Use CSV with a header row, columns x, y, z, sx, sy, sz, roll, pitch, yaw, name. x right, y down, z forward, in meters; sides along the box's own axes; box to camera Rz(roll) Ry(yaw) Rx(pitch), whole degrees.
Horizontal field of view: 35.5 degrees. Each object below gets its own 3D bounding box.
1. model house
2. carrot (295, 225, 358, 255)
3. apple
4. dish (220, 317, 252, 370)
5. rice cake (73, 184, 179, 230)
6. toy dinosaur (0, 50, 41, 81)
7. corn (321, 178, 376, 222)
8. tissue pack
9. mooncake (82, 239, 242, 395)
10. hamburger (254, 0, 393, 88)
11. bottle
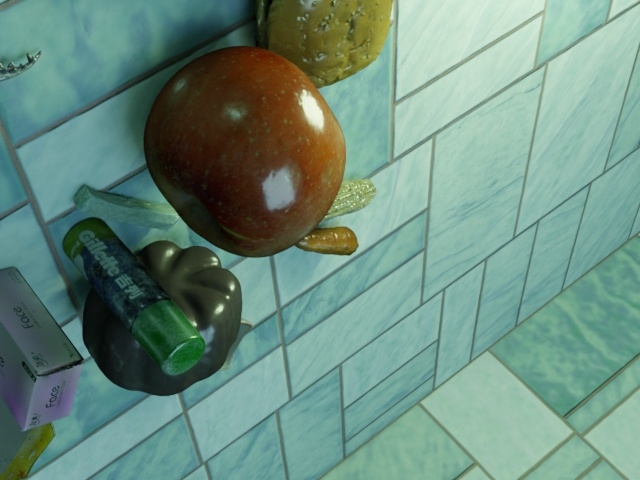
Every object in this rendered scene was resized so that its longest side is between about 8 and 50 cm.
x,y,z,sx,sy,sz,roll,pitch,yaw,name
-0.594,0.327,1.884,0.219,0.207,0.136,-57,-175,19,model house
0.000,0.000,2.296,0.205,0.072,0.072,2,126,-49,carrot
-0.125,-0.148,1.677,0.277,0.348,0.348,-50,153,-21,apple
-0.269,0.227,2.221,0.212,0.077,0.151,-6,133,-49,dish
-0.345,-0.055,1.811,0.045,0.042,0.245,-52,151,16,rice cake
-0.486,-0.224,1.424,0.209,0.039,0.082,-33,147,-23,toy dinosaur
0.037,-0.089,2.219,0.211,0.087,0.087,-12,137,-49,corn
-0.509,0.183,1.687,0.092,0.246,0.149,-16,139,-42,tissue pack
-0.296,0.135,1.878,0.306,0.306,0.154,-23,138,-34,mooncake
0.009,-0.398,1.739,0.259,0.144,0.283,-34,151,-20,hamburger
-0.324,0.094,1.727,0.093,0.330,0.093,-32,148,-23,bottle
